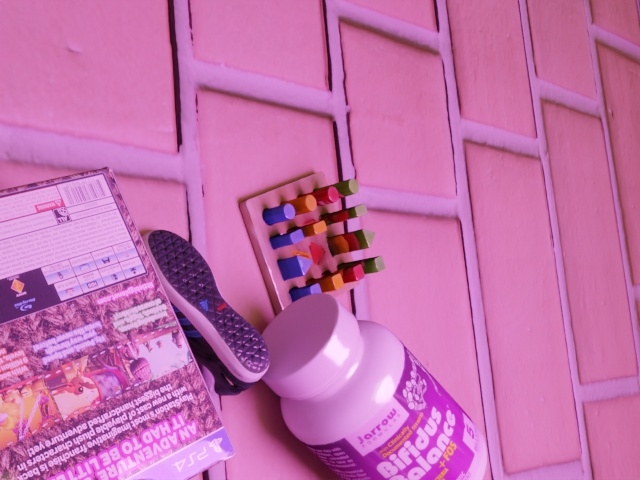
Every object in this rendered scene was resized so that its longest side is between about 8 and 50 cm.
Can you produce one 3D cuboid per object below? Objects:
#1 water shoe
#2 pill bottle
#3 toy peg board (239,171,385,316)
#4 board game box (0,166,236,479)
[{"bbox_3d":[-0.142,0.082,1.081,0.203,0.080,0.073,52,36,10],"label":"water shoe"},{"bbox_3d":[0.059,0.203,1.197,0.301,0.169,0.169,47,48,-29],"label":"pill bottle"},{"bbox_3d":[0.000,0.000,1.256,0.160,0.079,0.161,-25,98,-49],"label":"toy peg board"},{"bbox_3d":[-0.249,0.111,0.857,0.232,0.141,0.291,-20,84,-49],"label":"board game box"}]
